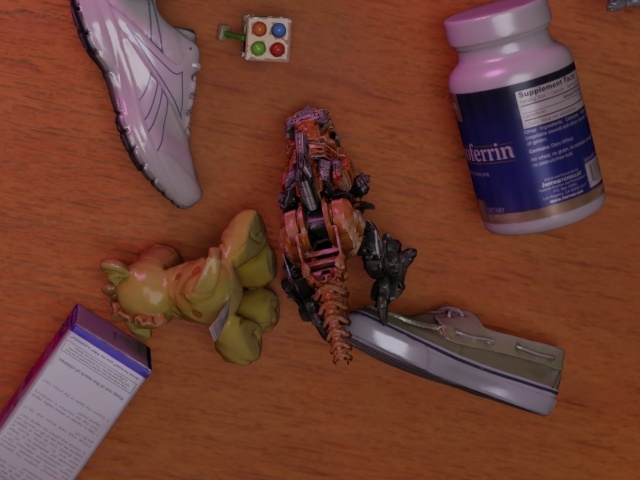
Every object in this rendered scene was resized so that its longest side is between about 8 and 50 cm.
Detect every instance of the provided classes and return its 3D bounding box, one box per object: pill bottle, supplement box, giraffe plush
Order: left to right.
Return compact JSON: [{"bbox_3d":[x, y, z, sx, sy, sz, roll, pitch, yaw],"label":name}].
[{"bbox_3d":[-0.309,0.203,1.854,0.114,0.111,0.220,33,94,-12],"label":"supplement box"},{"bbox_3d":[-0.163,0.062,1.835,0.170,0.210,0.181,1,106,21],"label":"giraffe plush"},{"bbox_3d":[0.239,-0.151,1.842,0.153,0.153,0.265,-16,101,-4],"label":"pill bottle"}]

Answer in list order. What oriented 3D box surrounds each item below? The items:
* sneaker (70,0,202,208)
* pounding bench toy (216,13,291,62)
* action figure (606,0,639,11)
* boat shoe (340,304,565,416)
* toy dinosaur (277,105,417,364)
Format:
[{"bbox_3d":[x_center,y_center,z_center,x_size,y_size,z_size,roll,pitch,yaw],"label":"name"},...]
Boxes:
[{"bbox_3d":[-0.190,-0.180,1.805,0.129,0.111,0.297,-22,104,-10],"label":"sneaker"},{"bbox_3d":[-0.080,-0.240,1.826,0.083,0.065,0.052,2,100,-8],"label":"pounding bench toy"},{"bbox_3d":[0.358,-0.318,1.857,0.232,0.137,0.063,15,122,-19],"label":"action figure"},{"bbox_3d":[0.166,0.132,1.922,0.302,0.109,0.094,21,81,-20],"label":"boat shoe"},{"bbox_3d":[0.000,0.000,1.792,0.164,0.218,0.322,5,57,21],"label":"toy dinosaur"}]
